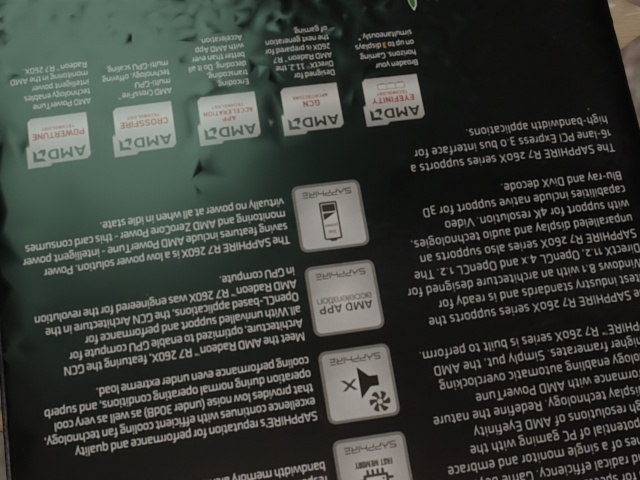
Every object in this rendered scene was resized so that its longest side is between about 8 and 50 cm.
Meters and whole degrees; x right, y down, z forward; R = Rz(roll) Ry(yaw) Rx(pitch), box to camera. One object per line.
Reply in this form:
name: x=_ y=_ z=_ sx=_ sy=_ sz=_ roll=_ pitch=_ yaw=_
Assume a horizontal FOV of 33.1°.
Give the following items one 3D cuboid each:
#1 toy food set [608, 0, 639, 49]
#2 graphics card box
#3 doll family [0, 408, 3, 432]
toy food set: x=0.157 y=-0.181 z=0.467 sx=0.132 sy=0.038 sz=0.192 roll=-2 pitch=100 yaw=18
graphics card box: x=0.000 y=0.000 z=0.393 sx=0.232 sy=0.094 sz=0.371 roll=-8 pitch=75 yaw=-8
doll family: x=-0.015 y=0.101 z=0.466 sx=0.262 sy=0.118 sz=0.163 roll=9 pitch=95 yaw=-7
